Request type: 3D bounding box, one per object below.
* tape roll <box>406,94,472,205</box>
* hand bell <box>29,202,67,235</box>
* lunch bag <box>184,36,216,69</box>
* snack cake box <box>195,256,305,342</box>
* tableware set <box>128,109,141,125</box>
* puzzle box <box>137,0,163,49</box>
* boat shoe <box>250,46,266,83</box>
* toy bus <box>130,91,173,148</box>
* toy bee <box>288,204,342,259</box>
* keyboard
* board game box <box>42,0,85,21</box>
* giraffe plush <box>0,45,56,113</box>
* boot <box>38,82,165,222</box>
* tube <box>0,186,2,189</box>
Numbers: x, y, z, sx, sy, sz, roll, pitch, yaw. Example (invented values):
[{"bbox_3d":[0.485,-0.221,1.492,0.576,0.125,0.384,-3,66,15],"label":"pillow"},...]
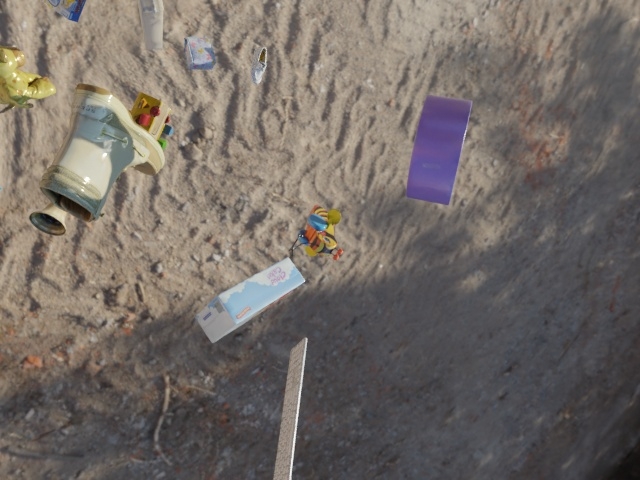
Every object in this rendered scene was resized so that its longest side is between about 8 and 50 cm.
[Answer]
[{"bbox_3d":[0.214,-0.163,0.887,0.189,0.080,0.189,13,90,-76],"label":"tape roll"},{"bbox_3d":[-0.933,-0.148,1.779,0.126,0.126,0.242,66,27,-46],"label":"hand bell"},{"bbox_3d":[-0.327,-0.507,1.320,0.071,0.053,0.083,-12,87,-31],"label":"lunch bag"},{"bbox_3d":[-0.186,0.156,1.321,0.264,0.089,0.152,-29,171,-45],"label":"snack cake box"},{"bbox_3d":[-0.617,-0.347,1.574,0.024,0.104,0.154,-56,155,-84],"label":"tableware set"},{"bbox_3d":[-0.457,-0.676,1.271,0.052,0.409,0.272,-10,102,-17],"label":"puzzle box"},{"bbox_3d":[-0.166,-0.481,1.344,0.035,0.035,0.100,9,92,-46],"label":"boat shoe"},{"bbox_3d":[-0.550,-0.354,1.514,0.202,0.104,0.191,-62,177,-45],"label":"toy bus"},{"bbox_3d":[0.000,0.000,1.668,0.195,0.162,0.298,-51,-172,50],"label":"toy bee"},{"bbox_3d":[-0.052,0.294,0.834,0.014,0.256,0.072,16,142,-12],"label":"keyboard"},{"bbox_3d":[-0.644,-0.640,1.169,0.136,0.201,0.035,-57,175,19],"label":"board game box"},{"bbox_3d":[-0.913,-0.491,1.429,0.181,0.210,0.171,-1,128,3],"label":"giraffe plush"},{"bbox_3d":[-0.382,-0.124,0.880,0.262,0.095,0.204,79,24,-73],"label":"boot"},{"bbox_3d":[-1.154,-0.190,1.576,0.207,0.052,0.080,26,137,-37],"label":"tube"}]
